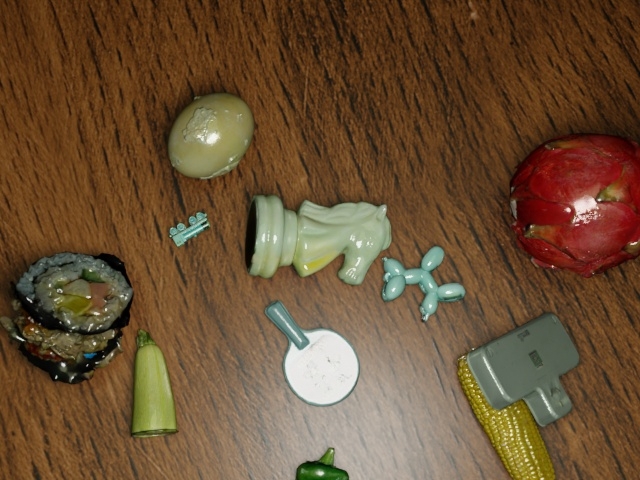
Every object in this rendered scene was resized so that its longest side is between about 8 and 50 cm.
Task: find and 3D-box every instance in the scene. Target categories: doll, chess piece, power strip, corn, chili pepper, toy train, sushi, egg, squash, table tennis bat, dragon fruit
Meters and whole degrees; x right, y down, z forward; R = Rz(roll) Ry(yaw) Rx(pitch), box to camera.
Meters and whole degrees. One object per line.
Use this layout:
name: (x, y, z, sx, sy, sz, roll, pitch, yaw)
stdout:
doll: (0.198, 0.084, 1.984, 0.158, 0.059, 0.159, -32, 80, -7)
chess piece: (0.000, 0.000, 1.973, 0.298, 0.176, 0.176, 3, 77, -12)
power strip: (0.411, 0.261, 1.874, 0.265, 0.059, 0.194, -17, 74, -43)
corn: (0.364, 0.352, 1.904, 0.106, 0.106, 0.305, -24, 82, -5)
chili pepper: (-0.014, 0.532, 1.864, 0.136, 0.099, 0.271, 9, 82, 27)
toy train: (-0.273, -0.024, 2.025, 0.092, 0.029, 0.045, -30, 86, -8)
sushi: (-0.492, 0.154, 1.910, 0.225, 0.219, 0.238, -15, 44, -38)
egg: (-0.229, -0.218, 2.005, 0.164, 0.164, 0.201, 43, 84, 9)
squash: (-0.342, 0.283, 1.934, 0.094, 0.094, 0.224, -10, 70, -2)
table tennis bat: (-0.025, 0.224, 1.966, 0.153, 0.040, 0.244, -39, 84, -8)
dragon fruit: (0.524, -0.075, 1.913, 0.301, 0.295, 0.296, -11, 77, 13)
